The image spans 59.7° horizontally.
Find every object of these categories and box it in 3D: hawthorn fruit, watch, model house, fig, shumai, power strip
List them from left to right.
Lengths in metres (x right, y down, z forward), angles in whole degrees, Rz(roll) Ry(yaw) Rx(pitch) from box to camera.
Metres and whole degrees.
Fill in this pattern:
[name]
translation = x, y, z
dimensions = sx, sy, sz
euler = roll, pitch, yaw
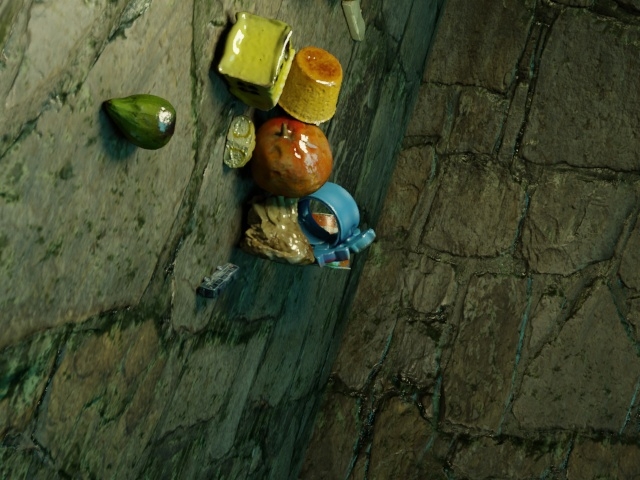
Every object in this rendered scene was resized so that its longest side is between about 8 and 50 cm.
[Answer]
[fig]
translation = -0.399, -0.267, 1.227
dimensions = 0.156, 0.123, 0.123
euler = 13, 93, -33
[model house]
translation = -0.178, -0.497, 1.589
dimensions = 0.234, 0.174, 0.194
euler = 114, -7, -83
[shumai]
translation = -0.121, -0.054, 1.888
dimensions = 0.314, 0.266, 0.263
euler = -160, -98, -67
[hawthorn fruit]
translation = -0.102, -0.280, 1.766
dimensions = 0.298, 0.276, 0.277
euler = 80, 30, -68
[watch]
translation = 0.040, -0.067, 2.025
dimensions = 0.241, 0.305, 0.275
euler = -39, 113, -49
[power strip]
translation = 0.142, -0.925, 2.307
dimensions = 0.286, 0.048, 0.080
euler = 48, 61, -69

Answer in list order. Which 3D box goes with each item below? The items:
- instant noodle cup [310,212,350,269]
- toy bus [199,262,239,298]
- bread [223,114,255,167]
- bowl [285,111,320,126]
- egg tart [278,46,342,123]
[instant noodle cup]
translation = 0.000, 0.000, 2.325
dimensions = 0.296, 0.296, 0.214
euler = 10, 88, -71
[toy bus]
translation = -0.324, 0.129, 1.792
dimensions = 0.166, 0.065, 0.047
euler = -49, 150, -55
[bread]
translation = -0.239, -0.291, 1.694
dimensions = 0.094, 0.082, 0.157
euler = 63, 44, -81
[bowl]
translation = -0.060, -0.514, 1.935
dimensions = 0.237, 0.126, 0.238
euler = 16, 90, -71
[egg tart]
translation = -0.027, -0.474, 1.700
dimensions = 0.215, 0.215, 0.171
euler = -60, -174, -37
